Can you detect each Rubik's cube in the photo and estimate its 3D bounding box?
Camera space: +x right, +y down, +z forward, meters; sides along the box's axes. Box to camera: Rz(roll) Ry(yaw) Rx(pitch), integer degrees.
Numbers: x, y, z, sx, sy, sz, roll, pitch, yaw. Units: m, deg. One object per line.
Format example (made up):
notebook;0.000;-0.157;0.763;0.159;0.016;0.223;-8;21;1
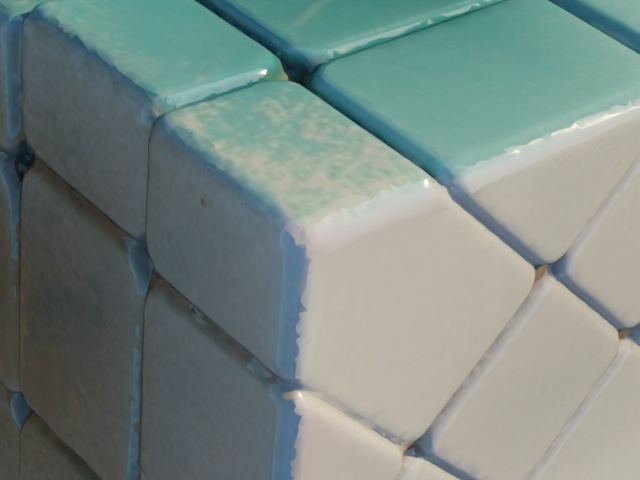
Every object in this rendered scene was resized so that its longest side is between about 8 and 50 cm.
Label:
Rubik's cube;0.000;0.000;0.975;0.322;0.316;0.318;-22;134;-33
